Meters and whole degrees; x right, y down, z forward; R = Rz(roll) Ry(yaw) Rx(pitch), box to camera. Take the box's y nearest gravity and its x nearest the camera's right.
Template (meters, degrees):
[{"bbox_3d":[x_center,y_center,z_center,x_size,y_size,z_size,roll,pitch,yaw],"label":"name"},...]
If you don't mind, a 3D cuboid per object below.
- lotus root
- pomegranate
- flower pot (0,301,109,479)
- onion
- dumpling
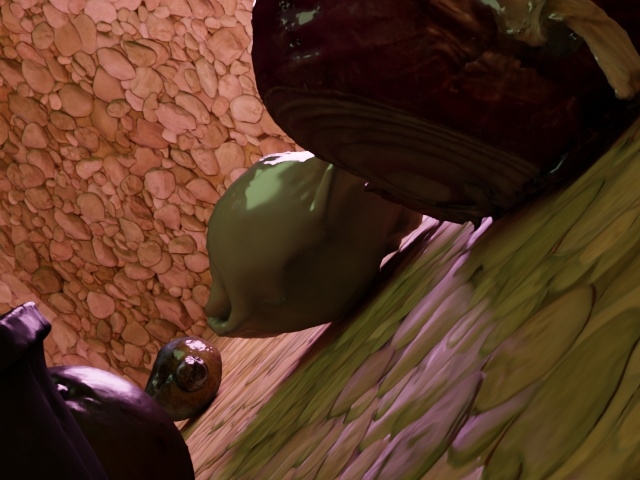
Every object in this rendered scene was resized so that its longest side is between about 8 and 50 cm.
[{"bbox_3d":[-0.170,0.174,1.599,0.113,0.088,0.192,-64,8,-16],"label":"lotus root"},{"bbox_3d":[-0.170,0.184,0.812,0.180,0.179,0.210,-51,-26,-59],"label":"pomegranate"},{"bbox_3d":[-0.156,0.172,0.509,0.269,0.166,0.269,-46,6,6],"label":"flower pot"},{"bbox_3d":[0.089,-0.145,0.786,0.256,0.230,0.272,-48,-5,-36],"label":"onion"},{"bbox_3d":[0.000,0.000,1.101,0.193,0.147,0.258,2,-45,-50],"label":"dumpling"}]
